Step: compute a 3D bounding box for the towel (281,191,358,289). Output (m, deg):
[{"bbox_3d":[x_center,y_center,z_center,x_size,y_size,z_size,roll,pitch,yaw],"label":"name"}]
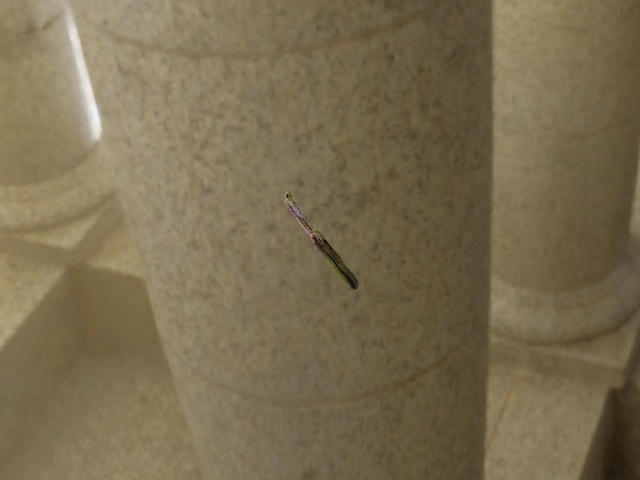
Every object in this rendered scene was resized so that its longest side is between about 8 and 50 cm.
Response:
[{"bbox_3d":[0.000,0.000,0.918,0.009,0.060,0.083,-38,-147,1],"label":"towel"}]
